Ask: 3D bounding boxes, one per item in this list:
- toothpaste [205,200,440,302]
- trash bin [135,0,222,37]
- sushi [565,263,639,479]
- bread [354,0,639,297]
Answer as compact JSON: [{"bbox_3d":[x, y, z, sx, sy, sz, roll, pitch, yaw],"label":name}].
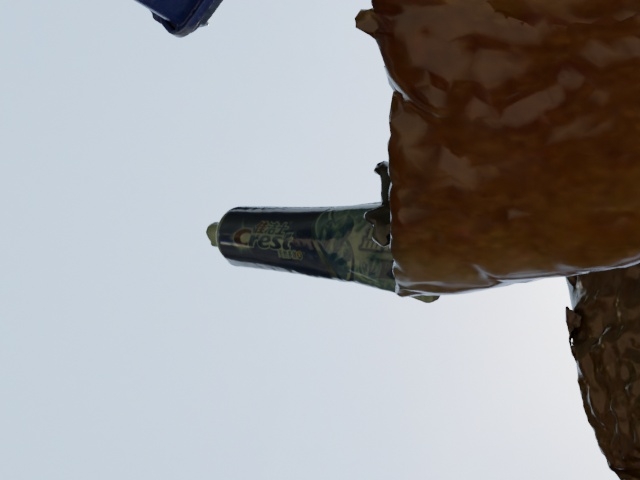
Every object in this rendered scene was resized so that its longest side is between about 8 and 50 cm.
[{"bbox_3d":[-0.001,0.001,1.340,0.268,0.047,0.069,4,-124,50],"label":"toothpaste"},{"bbox_3d":[-0.209,-0.354,2.008,0.162,0.234,0.184,-53,-129,15],"label":"trash bin"},{"bbox_3d":[0.181,0.045,0.861,0.140,0.149,0.287,-26,-126,44],"label":"sushi"},{"bbox_3d":[0.073,-0.100,0.383,0.134,0.129,0.260,9,-45,13],"label":"bread"}]
